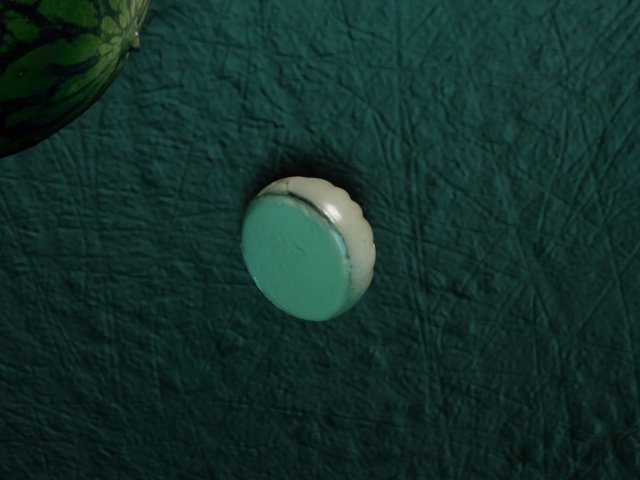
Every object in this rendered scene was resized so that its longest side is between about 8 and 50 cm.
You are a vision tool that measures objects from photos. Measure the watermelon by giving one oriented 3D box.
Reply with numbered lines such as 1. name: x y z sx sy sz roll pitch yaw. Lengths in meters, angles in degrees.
1. watermelon: -0.307 -0.223 1.206 0.363 0.363 0.363 0 112 0

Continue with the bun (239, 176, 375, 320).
1. bun: 0.000 0.000 1.419 0.138 0.094 0.138 19 123 33
